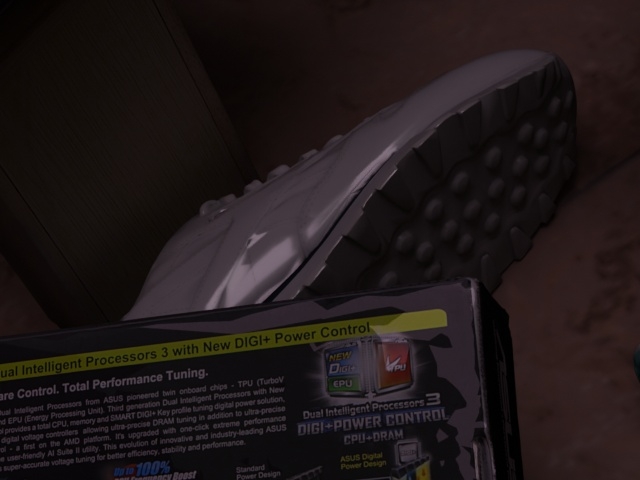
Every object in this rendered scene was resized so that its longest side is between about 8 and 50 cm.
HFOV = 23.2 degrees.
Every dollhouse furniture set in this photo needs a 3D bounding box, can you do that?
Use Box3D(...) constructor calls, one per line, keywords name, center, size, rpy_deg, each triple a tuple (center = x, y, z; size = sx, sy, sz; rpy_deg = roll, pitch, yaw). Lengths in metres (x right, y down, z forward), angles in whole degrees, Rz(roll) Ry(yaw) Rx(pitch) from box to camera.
Box3D(name="dollhouse furniture set", center=(-0.161, -0.074, 0.650), size=(0.242, 0.161, 0.212), rpy_deg=(26, 66, 34))

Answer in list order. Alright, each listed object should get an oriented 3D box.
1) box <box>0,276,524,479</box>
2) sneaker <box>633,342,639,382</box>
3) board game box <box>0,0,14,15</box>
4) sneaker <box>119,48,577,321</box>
Box3D(name="box", center=(-0.068, 0.136, 0.475), size=(0.270, 0.060, 0.216), rpy_deg=(-8, 73, 13))
Box3D(name="sneaker", center=(0.189, 0.012, 0.527), size=(0.166, 0.065, 0.076), rpy_deg=(-5, 49, 14))
Box3D(name="board game box", center=(-0.174, -0.155, 0.641), size=(0.347, 0.056, 0.208), rpy_deg=(4, 45, 49))
Box3D(name="sneaker", center=(0.000, 0.000, 0.591), size=(0.235, 0.090, 0.095), rpy_deg=(-41, 42, -15))
